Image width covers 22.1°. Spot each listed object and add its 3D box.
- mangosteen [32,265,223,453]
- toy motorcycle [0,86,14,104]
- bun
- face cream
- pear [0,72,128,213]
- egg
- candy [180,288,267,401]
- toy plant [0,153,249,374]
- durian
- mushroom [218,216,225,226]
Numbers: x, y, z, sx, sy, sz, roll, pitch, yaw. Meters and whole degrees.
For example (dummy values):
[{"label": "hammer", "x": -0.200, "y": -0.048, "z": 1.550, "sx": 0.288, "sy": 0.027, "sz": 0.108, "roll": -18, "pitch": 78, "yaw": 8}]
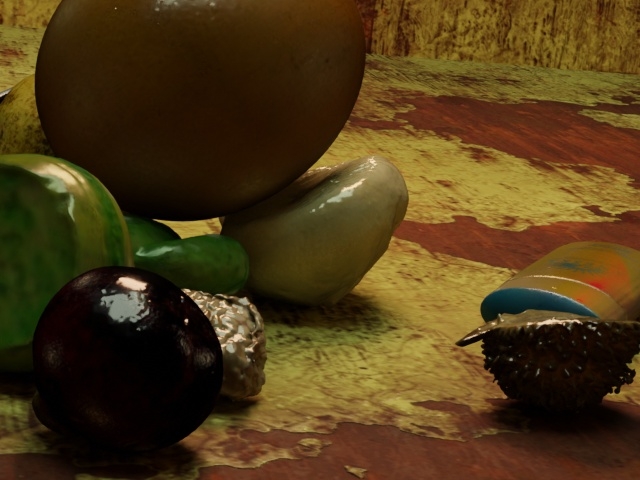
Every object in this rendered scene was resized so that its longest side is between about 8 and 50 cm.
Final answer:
[{"label": "mangosteen", "x": -0.151, "y": 0.095, "z": 1.231, "sx": 0.152, "sy": 0.152, "sz": 0.152, "roll": 6, "pitch": 13, "yaw": -1}, {"label": "toy motorcycle", "x": -0.380, "y": -0.186, "z": 2.281, "sx": 0.173, "sy": 0.108, "sz": 0.307, "roll": -25, "pitch": 7, "yaw": 21}, {"label": "bun", "x": 0.000, "y": 0.000, "z": 1.673, "sx": 0.222, "sy": 0.127, "sz": 0.222, "roll": -18, "pitch": 10, "yaw": 3}, {"label": "face cream", "x": 0.264, "y": 0.057, "z": 1.690, "sx": 0.139, "sy": 0.067, "sz": 0.285, "roll": 9, "pitch": 14, "yaw": 22}, {"label": "pear", "x": -0.267, "y": -0.083, "z": 1.772, "sx": 0.197, "sy": 0.197, "sz": 0.197, "roll": 6, "pitch": 13, "yaw": -1}, {"label": "egg", "x": -0.114, "y": -0.167, "z": 1.613, "sx": 0.351, "sy": 0.282, "sz": 0.282, "roll": -29, "pitch": 32, "yaw": -31}, {"label": "candy", "x": -0.099, "y": 0.088, "z": 1.361, "sx": 0.110, "sy": 0.085, "sz": 0.095, "roll": 4, "pitch": 54, "yaw": -2}, {"label": "toy plant", "x": -0.210, "y": 0.028, "z": 1.461, "sx": 0.224, "sy": 0.184, "sz": 0.316, "roll": -7, "pitch": -7, "yaw": 23}, {"label": "durian", "x": 0.196, "y": 0.105, "z": 1.412, "sx": 0.188, "sy": 0.091, "sz": 0.148, "roll": 8, "pitch": -2, "yaw": -28}, {"label": "mushroom", "x": -0.068, "y": -0.038, "z": 1.894, "sx": 0.097, "sy": 0.088, "sz": 0.212, "roll": 15, "pitch": 7, "yaw": -4}]
